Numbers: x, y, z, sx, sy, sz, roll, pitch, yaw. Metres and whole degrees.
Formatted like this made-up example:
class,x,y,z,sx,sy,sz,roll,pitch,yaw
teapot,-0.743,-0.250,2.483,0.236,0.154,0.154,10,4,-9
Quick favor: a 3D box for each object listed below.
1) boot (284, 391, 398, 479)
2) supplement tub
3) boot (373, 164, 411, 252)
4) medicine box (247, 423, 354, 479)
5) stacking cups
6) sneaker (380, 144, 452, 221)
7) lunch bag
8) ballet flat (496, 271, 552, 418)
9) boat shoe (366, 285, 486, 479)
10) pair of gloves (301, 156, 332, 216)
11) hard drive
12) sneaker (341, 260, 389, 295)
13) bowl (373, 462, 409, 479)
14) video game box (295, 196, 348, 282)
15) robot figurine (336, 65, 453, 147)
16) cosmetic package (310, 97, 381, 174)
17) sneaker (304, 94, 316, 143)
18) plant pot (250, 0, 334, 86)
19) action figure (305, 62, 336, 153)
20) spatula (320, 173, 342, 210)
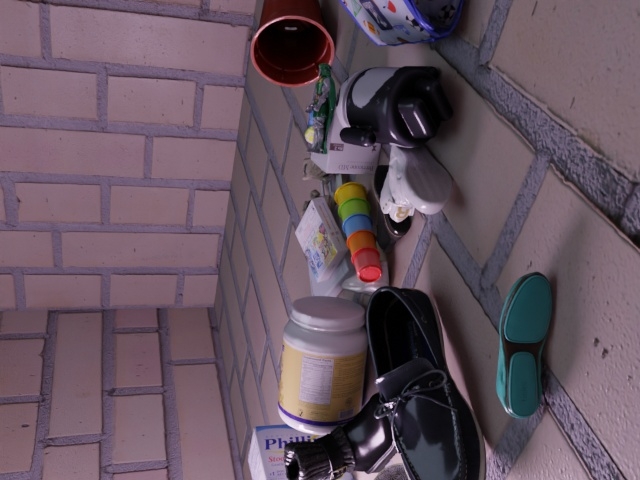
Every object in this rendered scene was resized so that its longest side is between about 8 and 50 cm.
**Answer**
class,x,y,z,sx,sy,sz,roll,pitch,yaw
boot,0.056,0.502,1.642,0.131,0.260,0.347,-109,26,-46
supplement tub,0.008,0.343,1.831,0.241,0.241,0.331,-143,56,-68
boot,0.161,-0.078,1.660,0.137,0.077,0.197,114,152,-61
medicine box,-0.061,0.711,1.990,0.289,0.264,0.149,-116,33,-54
stacking cups,0.111,-0.021,1.741,0.316,0.096,0.096,-104,23,-44
sneaker,0.209,-0.098,1.470,0.292,0.108,0.169,-99,16,-57
lunch bag,0.167,-0.622,1.422,0.328,0.239,0.385,-143,40,-67
ballet flat,0.333,0.171,1.104,0.087,0.083,0.247,-137,50,-85
boat shoe,0.194,0.306,1.324,0.187,0.156,0.499,-30,51,28
pair of gloves,-0.004,-0.164,2.054,0.204,0.042,0.240,159,115,-63
hard drive,0.033,0.057,2.081,0.353,0.047,0.232,123,144,-59
sneaker,0.129,0.097,1.764,0.212,0.080,0.094,-14,65,64
bowl,0.196,0.585,1.454,0.080,0.170,0.170,35,-138,-57
video game box,0.000,0.000,1.962,0.187,0.048,0.205,68,154,21
robot figurine,0.156,-0.299,1.451,0.278,0.209,0.173,20,114,52
cosmetic package,0.073,-0.289,1.801,0.151,0.151,0.183,-129,43,-62
sneaker,0.026,-0.383,1.931,0.240,0.091,0.126,-63,-16,-49
plant pot,-0.095,-0.710,2.207,0.272,0.273,0.265,112,160,-49
action figure,0.001,-0.341,1.696,0.137,0.064,0.232,-156,71,-72
spatula,0.027,-0.168,2.074,0.242,0.019,0.168,-98,24,-51
